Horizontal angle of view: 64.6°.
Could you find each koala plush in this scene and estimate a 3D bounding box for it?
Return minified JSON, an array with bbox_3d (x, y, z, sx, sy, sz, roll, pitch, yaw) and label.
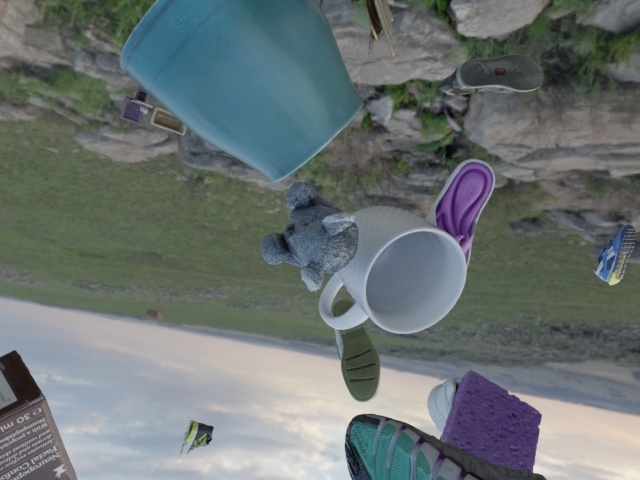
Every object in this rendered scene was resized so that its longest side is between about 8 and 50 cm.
[{"bbox_3d":[0.000,0.000,1.055,0.204,0.196,0.221,26,-177,-10],"label":"koala plush"}]

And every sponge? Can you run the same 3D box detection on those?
[{"bbox_3d":[0.217,0.268,0.658,0.117,0.031,0.210,30,-145,13],"label":"sponge"}]

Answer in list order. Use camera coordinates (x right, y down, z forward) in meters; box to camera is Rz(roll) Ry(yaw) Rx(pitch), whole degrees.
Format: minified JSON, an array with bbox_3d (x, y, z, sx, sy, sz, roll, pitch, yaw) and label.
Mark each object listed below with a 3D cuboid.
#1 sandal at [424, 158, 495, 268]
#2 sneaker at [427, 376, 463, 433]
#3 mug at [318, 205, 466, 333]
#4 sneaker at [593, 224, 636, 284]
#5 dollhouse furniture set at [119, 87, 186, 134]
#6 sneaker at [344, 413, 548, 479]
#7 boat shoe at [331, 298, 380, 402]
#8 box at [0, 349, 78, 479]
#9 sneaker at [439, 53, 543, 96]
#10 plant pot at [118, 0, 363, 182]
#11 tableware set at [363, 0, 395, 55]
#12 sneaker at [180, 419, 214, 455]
[{"bbox_3d":[0.371,-0.034,1.435,0.170,0.415,0.102,17,-172,4],"label":"sandal"},{"bbox_3d":[0.314,0.404,0.989,0.111,0.297,0.129,-24,149,-18],"label":"sneaker"},{"bbox_3d":[0.142,0.080,1.336,0.276,0.374,0.328,43,-178,-27],"label":"mug"},{"bbox_3d":[0.677,0.028,1.170,0.053,0.144,0.059,5,-162,-25],"label":"sneaker"},{"bbox_3d":[-0.275,-0.236,0.888,0.114,0.090,0.081,15,-174,-36],"label":"dollhouse furniture set"},{"bbox_3d":[0.116,0.199,0.390,0.098,0.083,0.224,4,-172,-38],"label":"sneaker"},{"bbox_3d":[0.105,0.320,1.449,0.113,0.302,0.103,-11,147,2],"label":"boat shoe"},{"bbox_3d":[-0.510,0.388,0.809,0.191,0.381,0.143,-27,-137,-36],"label":"box"},{"bbox_3d":[0.402,-0.385,1.196,0.222,0.083,0.118,-1,-174,-12],"label":"sneaker"},{"bbox_3d":[-0.084,-0.231,0.708,0.255,0.271,0.272,47,155,-15],"label":"plant pot"},{"bbox_3d":[0.052,-0.354,0.676,0.039,0.128,0.194,-14,132,19],"label":"tableware set"},{"bbox_3d":[-0.161,0.263,0.662,0.035,0.031,0.083,15,139,-12],"label":"sneaker"}]
